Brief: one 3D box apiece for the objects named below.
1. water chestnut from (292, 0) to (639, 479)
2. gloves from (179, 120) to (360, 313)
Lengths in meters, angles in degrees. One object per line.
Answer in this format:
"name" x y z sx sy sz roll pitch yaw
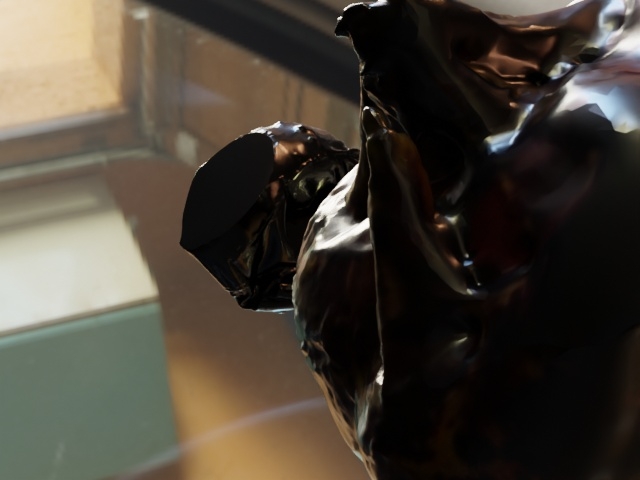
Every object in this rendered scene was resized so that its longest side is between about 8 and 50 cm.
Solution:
"water chestnut" 0.118 0.013 0.626 0.244 0.289 0.289 65 -1 -60
"gloves" 0.000 0.000 1.094 0.124 0.164 0.203 6 -29 41
